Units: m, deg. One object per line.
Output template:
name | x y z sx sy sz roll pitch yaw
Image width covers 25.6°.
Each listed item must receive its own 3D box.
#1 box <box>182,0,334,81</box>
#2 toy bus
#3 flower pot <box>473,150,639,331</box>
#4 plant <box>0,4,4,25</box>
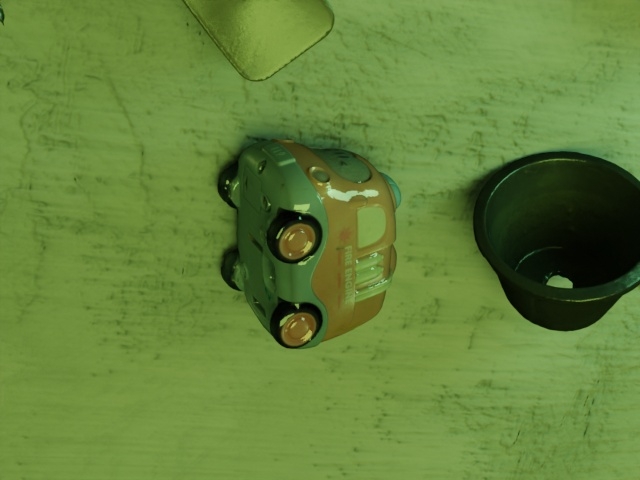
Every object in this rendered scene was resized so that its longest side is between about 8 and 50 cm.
box | -0.092 -0.314 1.745 0.144 0.090 0.201 -37 122 4
toy bus | 0.000 0.000 1.894 0.232 0.194 0.287 -11 120 -21
flower pot | 0.347 0.023 2.000 0.269 0.269 0.166 -16 140 -9
plant | -0.389 -0.347 1.609 0.142 0.131 0.203 8 116 -25
